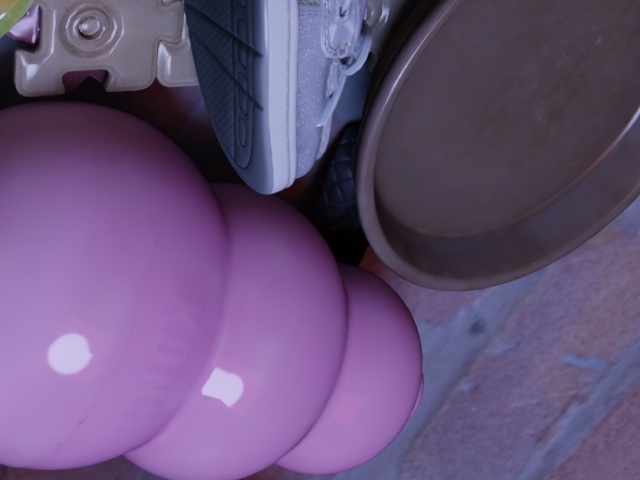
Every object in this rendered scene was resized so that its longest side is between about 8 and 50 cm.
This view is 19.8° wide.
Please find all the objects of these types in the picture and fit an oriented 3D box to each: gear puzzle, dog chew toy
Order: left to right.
[{"bbox_3d":[-0.080,0.049,1.056,0.331,0.207,0.207,20,118,-31],"label":"dog chew toy"},{"bbox_3d":[-0.010,-0.174,1.018,0.338,0.044,0.175,-6,120,-22],"label":"gear puzzle"}]

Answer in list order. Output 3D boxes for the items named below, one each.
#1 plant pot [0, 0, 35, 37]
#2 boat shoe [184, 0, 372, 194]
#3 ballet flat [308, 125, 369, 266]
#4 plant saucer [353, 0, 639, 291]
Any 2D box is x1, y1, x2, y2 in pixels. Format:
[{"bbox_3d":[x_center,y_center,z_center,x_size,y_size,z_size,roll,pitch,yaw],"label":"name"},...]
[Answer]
[{"bbox_3d":[-0.198,-0.194,0.748,0.276,0.254,0.276,-6,122,-9],"label":"plant pot"},{"bbox_3d":[-0.005,-0.177,0.921,0.103,0.118,0.320,-7,112,-22],"label":"boat shoe"},{"bbox_3d":[0.000,0.000,1.175,0.057,0.049,0.173,-11,144,-52],"label":"ballet flat"},{"bbox_3d":[0.131,-0.089,1.108,0.277,0.041,0.278,-23,138,-22],"label":"plant saucer"}]
